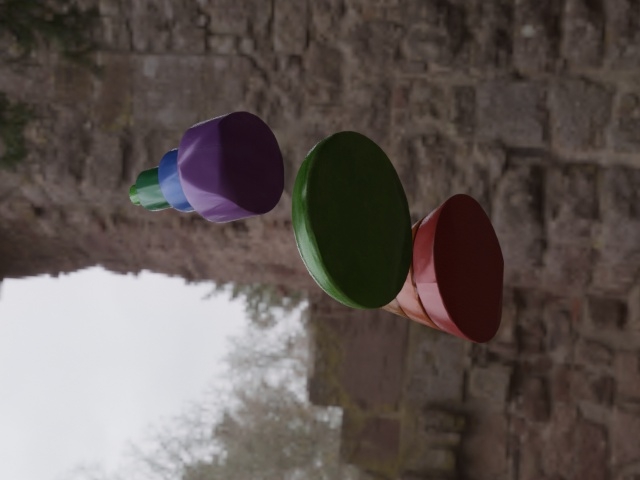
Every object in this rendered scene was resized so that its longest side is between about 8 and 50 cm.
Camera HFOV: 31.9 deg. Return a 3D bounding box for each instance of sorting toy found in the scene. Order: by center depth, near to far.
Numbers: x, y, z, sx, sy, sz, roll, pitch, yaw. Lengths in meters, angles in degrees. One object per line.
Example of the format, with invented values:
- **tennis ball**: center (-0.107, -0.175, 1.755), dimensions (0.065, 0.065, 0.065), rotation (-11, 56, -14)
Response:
- **sorting toy**: center (0.000, 0.000, 0.839), dimensions (0.365, 0.126, 0.127), rotation (22, -116, -49)
